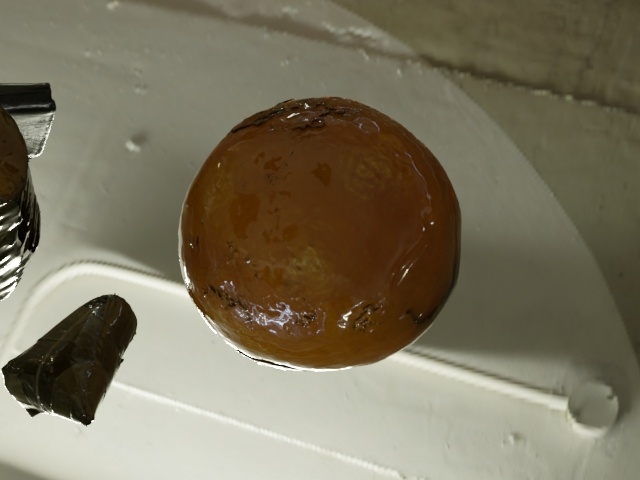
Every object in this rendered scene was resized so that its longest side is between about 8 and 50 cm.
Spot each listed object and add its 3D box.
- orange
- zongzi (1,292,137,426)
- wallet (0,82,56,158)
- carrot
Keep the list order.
[{"bbox_3d":[0.000,0.000,1.073,0.246,0.246,0.246,-3,-114,7],"label":"orange"},{"bbox_3d":[-0.229,0.121,1.285,0.176,0.078,0.160,2,-139,51],"label":"zongzi"},{"bbox_3d":[-0.442,-0.119,1.287,0.318,0.172,0.045,-3,-106,-19],"label":"wallet"},{"bbox_3d":[-0.185,-0.018,0.646,0.082,0.173,0.082,5,-110,-14],"label":"carrot"}]
